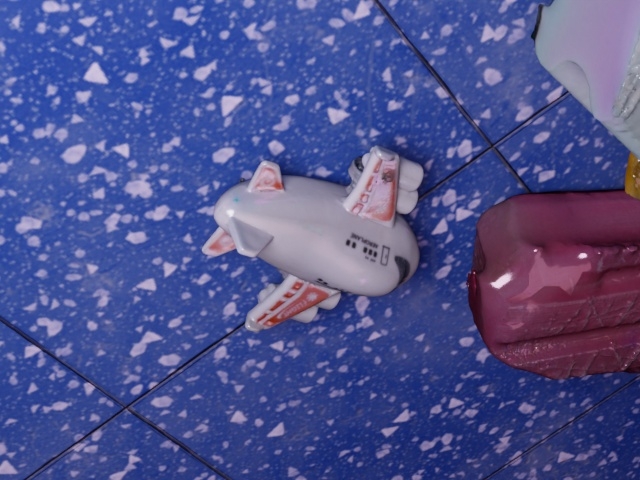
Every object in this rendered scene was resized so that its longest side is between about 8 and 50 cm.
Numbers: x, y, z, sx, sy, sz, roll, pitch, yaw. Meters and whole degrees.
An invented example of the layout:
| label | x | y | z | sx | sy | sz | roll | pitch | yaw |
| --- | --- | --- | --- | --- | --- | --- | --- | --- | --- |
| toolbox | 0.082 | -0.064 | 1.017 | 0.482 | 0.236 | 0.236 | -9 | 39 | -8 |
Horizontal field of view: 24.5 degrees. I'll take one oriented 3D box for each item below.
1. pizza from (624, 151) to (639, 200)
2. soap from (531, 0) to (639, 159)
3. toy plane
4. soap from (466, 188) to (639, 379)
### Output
| label | x | y | z | sx | sy | sz | roll | pitch | yaw |
| --- | --- | --- | --- | --- | --- | --- | --- | --- | --- |
| pizza | 0.450 | -0.102 | 1.628 | 0.262 | 0.034 | 0.181 | 18 | 107 | -37 |
| soap | 0.400 | -0.172 | 1.430 | 0.261 | 0.156 | 0.446 | -44 | 125 | 12 |
| toy plane | -0.001 | -0.003 | 1.493 | 0.252 | 0.118 | 0.252 | -13 | 136 | -13 |
| soap | 0.313 | 0.050 | 1.664 | 0.325 | 0.127 | 0.220 | -6 | 131 | -17 |
